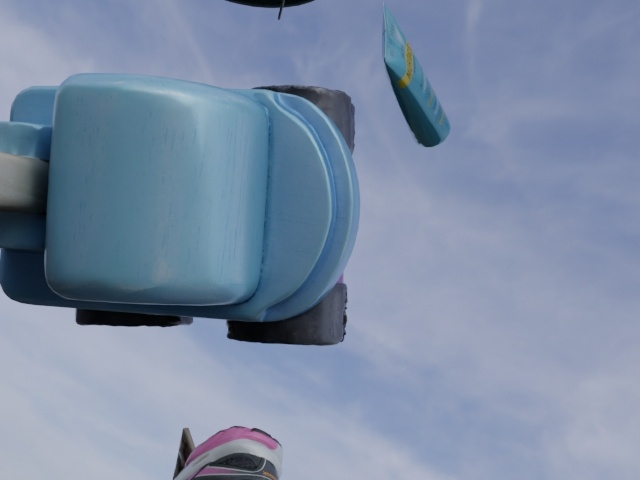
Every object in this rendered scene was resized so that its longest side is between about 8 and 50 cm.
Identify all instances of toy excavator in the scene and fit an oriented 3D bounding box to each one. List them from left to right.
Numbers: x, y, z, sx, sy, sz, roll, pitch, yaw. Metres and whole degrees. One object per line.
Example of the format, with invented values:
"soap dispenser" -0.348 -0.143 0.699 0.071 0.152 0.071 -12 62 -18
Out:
"toy excavator" -0.201 -0.042 0.612 0.433 0.222 0.445 3 -3 11

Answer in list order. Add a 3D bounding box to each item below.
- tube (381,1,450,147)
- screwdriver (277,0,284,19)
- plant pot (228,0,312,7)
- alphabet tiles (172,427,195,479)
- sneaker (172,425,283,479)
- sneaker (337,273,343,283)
"tube" 0.106 -0.188 1.017 0.052 0.080 0.207 -14 -31 17
"screwdriver" -0.043 -0.393 1.240 0.024 0.025 0.170 29 -36 8
"plant pot" -0.090 -0.511 1.243 0.293 0.196 0.293 8 -19 3
"alphabet tiles" -0.128 0.346 0.903 0.198 0.009 0.237 61 -32 36
"sneaker" -0.095 0.195 0.533 0.072 0.178 0.077 39 11 -22
"sneaker" -0.001 0.000 1.262 0.102 0.282 0.161 10 -44 -11
